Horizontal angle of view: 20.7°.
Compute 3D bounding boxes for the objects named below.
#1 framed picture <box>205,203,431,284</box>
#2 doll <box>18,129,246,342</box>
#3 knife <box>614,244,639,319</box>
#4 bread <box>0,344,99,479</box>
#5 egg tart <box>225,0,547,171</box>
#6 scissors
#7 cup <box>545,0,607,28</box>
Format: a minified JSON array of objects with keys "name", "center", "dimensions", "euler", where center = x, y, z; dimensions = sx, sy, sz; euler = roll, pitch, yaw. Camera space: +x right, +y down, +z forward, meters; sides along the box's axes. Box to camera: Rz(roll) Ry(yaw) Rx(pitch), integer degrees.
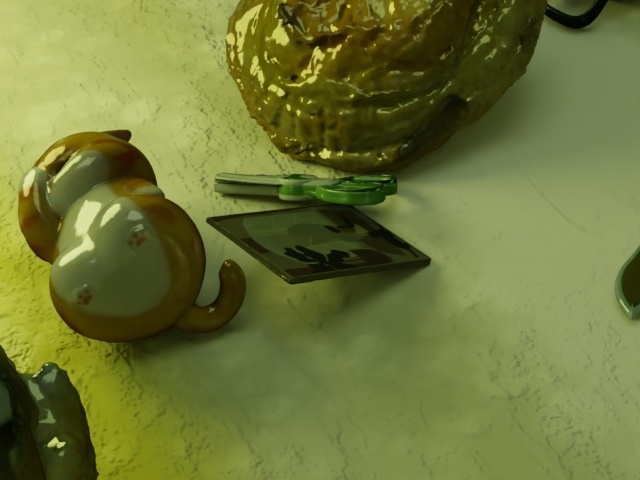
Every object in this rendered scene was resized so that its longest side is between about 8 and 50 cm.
[{"name":"framed picture","center":[0.000,0.000,1.804],"dimensions":[0.201,0.010,0.136],"euler":[-6,32,-44]},{"name":"doll","center":[-0.215,-0.010,1.791],"dimensions":[0.167,0.162,0.269],"euler":[-41,50,4]},{"name":"knife","center":[0.393,-0.023,1.843],"dimensions":[0.061,0.027,0.343],"euler":[25,48,25]},{"name":"bread","center":[-0.384,0.215,1.456],"dimensions":[0.395,0.264,0.239],"euler":[-4,43,-1]},{"name":"egg tart","center":[0.057,-0.237,1.979],"dimensions":[0.351,0.153,0.339],"euler":[26,72,24]},{"name":"scissors","center":[-0.022,-0.058,1.913],"dimensions":[0.204,0.027,0.101],"euler":[2,11,18]},{"name":"cup","center":[0.329,-0.371,2.185],"dimensions":[0.177,0.169,0.223],"euler":[20,76,33]}]
